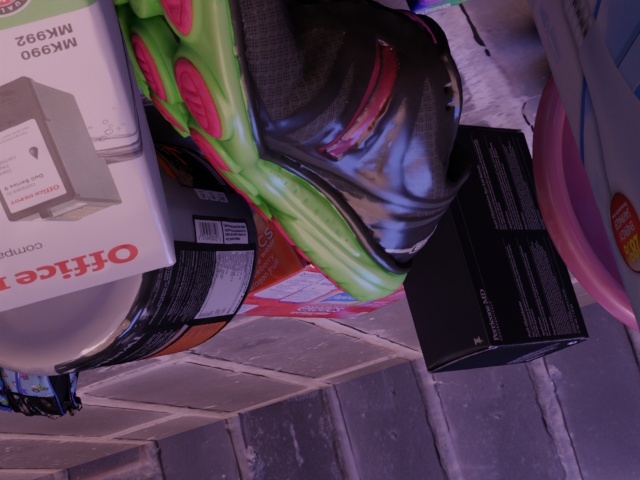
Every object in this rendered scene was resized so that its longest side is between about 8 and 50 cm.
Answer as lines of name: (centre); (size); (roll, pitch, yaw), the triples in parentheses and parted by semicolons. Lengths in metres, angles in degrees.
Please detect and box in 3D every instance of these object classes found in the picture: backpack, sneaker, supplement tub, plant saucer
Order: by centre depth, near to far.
sneaker: (-0.010, -0.128, 0.942); (0.202, 0.185, 0.483); (-46, 150, -3)
supplement tub: (-0.181, 0.007, 1.120); (0.207, 0.207, 0.338); (-19, 175, 13)
plant saucer: (0.339, -0.058, 1.221); (0.332, 0.332, 0.084); (-8, 172, -26)
backpack: (-0.353, 0.121, 1.534); (0.116, 0.158, 0.173); (3, 151, 2)

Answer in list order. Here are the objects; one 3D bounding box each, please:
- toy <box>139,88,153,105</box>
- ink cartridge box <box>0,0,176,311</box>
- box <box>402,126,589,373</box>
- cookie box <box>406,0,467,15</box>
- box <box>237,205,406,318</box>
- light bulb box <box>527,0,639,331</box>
toy: (-0.098, -0.130, 1.051); (0.237, 0.056, 0.137); (-8, 164, -24)
ink cartridge box: (-0.218, -0.089, 0.744); (0.211, 0.122, 0.289); (-15, 139, -4)
box: (0.178, 0.008, 1.419); (0.184, 0.261, 0.103); (2, 158, -46)
cookie box: (0.101, -0.219, 0.952); (0.091, 0.040, 0.107); (-16, 164, 10)
box: (0.000, 0.000, 1.447); (0.154, 0.142, 0.300); (-25, 163, 31)
light bulb box: (0.331, -0.126, 0.895); (0.225, 0.361, 0.358); (-14, 165, -5)
